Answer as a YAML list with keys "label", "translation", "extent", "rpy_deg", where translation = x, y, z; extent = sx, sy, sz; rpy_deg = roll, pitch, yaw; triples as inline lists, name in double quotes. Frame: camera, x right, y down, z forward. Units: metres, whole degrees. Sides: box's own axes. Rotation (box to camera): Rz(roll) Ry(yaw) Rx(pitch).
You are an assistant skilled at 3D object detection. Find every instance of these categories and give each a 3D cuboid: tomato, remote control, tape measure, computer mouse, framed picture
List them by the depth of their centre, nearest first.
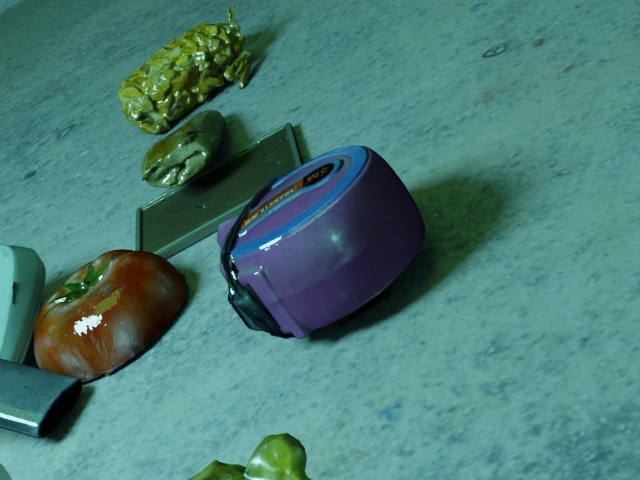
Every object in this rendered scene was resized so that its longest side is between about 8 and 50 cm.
- label: "tape measure"
  translation: [0.000, 0.000, 1.646]
  extent: [0.231, 0.149, 0.245]
  rpy_deg: [-30, 19, 11]
- label: "remote control"
  translation: [-0.482, 0.163, 1.797]
  extent: [0.377, 0.044, 0.107]
  rpy_deg: [12, 38, 17]
- label: "tomato"
  translation: [-0.282, 0.085, 1.868]
  extent: [0.225, 0.085, 0.225]
  rpy_deg: [-27, 28, 16]
- label: "computer mouse"
  translation: [-0.440, 0.130, 1.941]
  extent: [0.159, 0.097, 0.288]
  rpy_deg: [-18, 48, 21]
- label: "framed picture"
  translation: [-0.144, -0.065, 2.044]
  extent: [0.265, 0.018, 0.192]
  rpy_deg: [-29, 26, 8]

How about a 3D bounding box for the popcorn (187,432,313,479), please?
- label: "popcorn"
  translation: [-0.063, 0.271, 1.207]
  extent: [0.189, 0.169, 0.218]
  rpy_deg: [-32, 7, -16]

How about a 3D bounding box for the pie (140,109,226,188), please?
- label: "pie"
  translation: [-0.200, -0.134, 2.146]
  extent: [0.128, 0.068, 0.282]
  rpy_deg: [-31, 15, 8]

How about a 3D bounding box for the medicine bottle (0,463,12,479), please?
- label: "medicine bottle"
  translation: [-0.420, 0.342, 1.471]
  extent: [0.170, 0.170, 0.293]
  rpy_deg: [-18, 29, 26]

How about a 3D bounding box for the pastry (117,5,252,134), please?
- label: "pastry"
  translation: [-0.215, -0.273, 2.383]
  extent: [0.250, 0.102, 0.154]
  rpy_deg: [-36, 28, -10]
